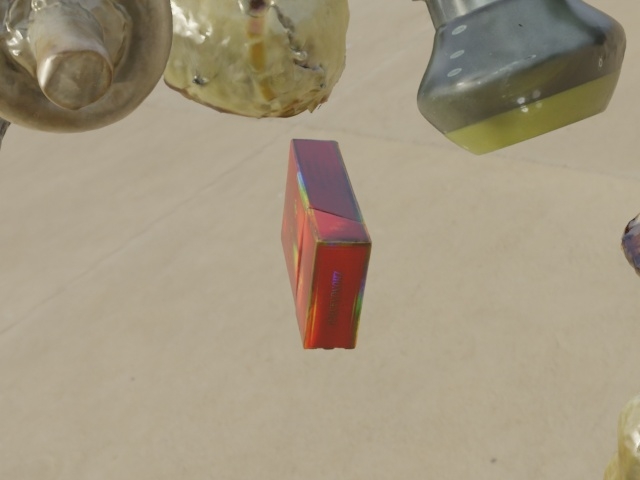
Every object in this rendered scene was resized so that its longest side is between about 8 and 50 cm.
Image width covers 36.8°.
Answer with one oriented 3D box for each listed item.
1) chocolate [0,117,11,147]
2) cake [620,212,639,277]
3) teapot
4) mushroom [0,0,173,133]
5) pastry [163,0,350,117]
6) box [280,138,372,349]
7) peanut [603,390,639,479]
[{"bbox_3d":[-0.385,-0.125,1.074,0.072,0.072,0.167,-4,62,40],"label":"chocolate"},{"bbox_3d":[0.215,-0.023,0.240,0.246,0.112,0.135,-45,23,17],"label":"cake"},{"bbox_3d":[0.128,-0.124,0.575,0.166,0.119,0.130,-17,5,39],"label":"teapot"},{"bbox_3d":[-0.228,-0.182,0.846,0.207,0.207,0.215,-28,35,-2],"label":"mushroom"},{"bbox_3d":[-0.100,-0.228,1.132,0.256,0.237,0.170,13,56,10],"label":"pastry"},{"bbox_3d":[0.000,-0.001,1.505,0.089,0.197,0.313,1,32,-11],"label":"box"},{"bbox_3d":[0.402,0.280,1.172,0.110,0.236,0.120,-2,30,15],"label":"peanut"}]
